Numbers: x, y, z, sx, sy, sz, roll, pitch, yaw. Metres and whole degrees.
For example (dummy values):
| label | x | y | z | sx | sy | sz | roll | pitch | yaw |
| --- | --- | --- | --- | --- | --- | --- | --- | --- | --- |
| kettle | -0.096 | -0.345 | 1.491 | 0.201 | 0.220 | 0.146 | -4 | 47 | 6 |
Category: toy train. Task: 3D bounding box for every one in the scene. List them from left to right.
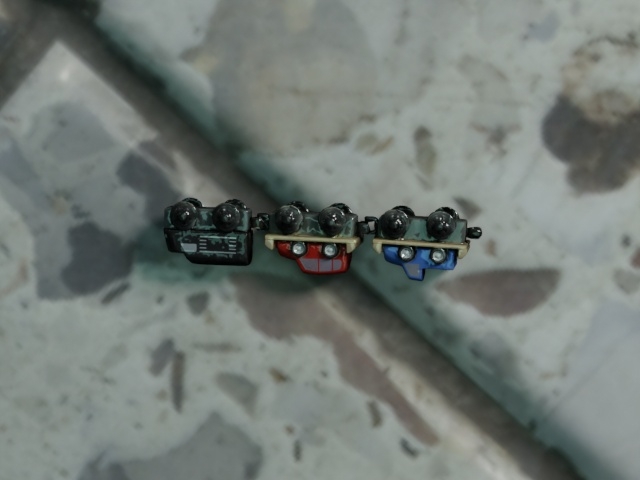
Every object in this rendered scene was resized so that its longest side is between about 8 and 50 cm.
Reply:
| label | x | y | z | sx | sy | sz | roll | pitch | yaw |
| --- | --- | --- | --- | --- | --- | --- | --- | --- | --- |
| toy train | 0.000 | 0.000 | 0.925 | 0.158 | 0.027 | 0.036 | 2 | 97 | 10 |
